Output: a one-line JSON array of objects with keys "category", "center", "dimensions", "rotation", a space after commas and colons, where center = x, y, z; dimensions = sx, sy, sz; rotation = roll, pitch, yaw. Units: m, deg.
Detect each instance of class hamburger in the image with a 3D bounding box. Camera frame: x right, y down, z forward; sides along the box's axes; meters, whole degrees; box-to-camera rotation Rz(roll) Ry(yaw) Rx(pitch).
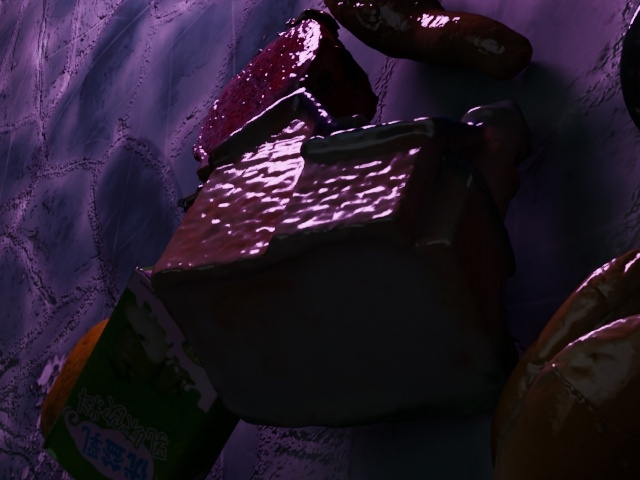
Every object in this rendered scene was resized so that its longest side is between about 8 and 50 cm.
[{"category": "hamburger", "center": [0.212, 0.122, 0.904], "dimensions": [0.283, 0.156, 0.144], "rotation": [-52, 36, 16]}]

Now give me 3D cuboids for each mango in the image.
[{"category": "mango", "center": [-0.265, 0.190, 1.570], "dimensions": [0.317, 0.119, 0.177], "rotation": [-33, 53, 44]}]

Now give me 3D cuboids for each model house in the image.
[{"category": "model house", "center": [0.046, -0.009, 1.184], "dimensions": [0.312, 0.245, 0.280], "rotation": [-9, 36, 29]}]

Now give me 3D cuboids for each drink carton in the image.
[{"category": "drink carton", "center": [-0.164, 0.163, 1.357], "dimensions": [0.161, 0.108, 0.271], "rotation": [39, 114, 19]}]

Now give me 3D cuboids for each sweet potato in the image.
[{"category": "sweet potato", "center": [0.089, -0.246, 1.373], "dimensions": [0.109, 0.109, 0.385], "rotation": [-57, 39, 13]}]

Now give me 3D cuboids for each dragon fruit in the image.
[{"category": "dragon fruit", "center": [-0.033, -0.112, 1.393], "dimensions": [0.211, 0.147, 0.282], "rotation": [-3, 54, 57]}]

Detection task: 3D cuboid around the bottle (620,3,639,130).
[{"category": "bottle", "center": [0.365, -0.106, 0.849], "dimensions": [0.336, 0.144, 0.144], "rotation": [22, 88, 56]}]
